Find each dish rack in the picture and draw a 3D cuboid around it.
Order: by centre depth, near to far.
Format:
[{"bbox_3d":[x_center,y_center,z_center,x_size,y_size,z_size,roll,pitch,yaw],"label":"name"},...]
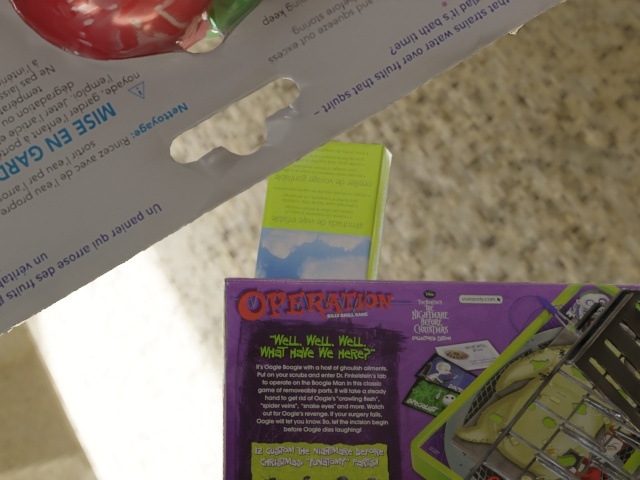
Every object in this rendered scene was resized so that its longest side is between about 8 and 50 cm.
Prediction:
[{"bbox_3d":[0.168,0.172,0.919,0.271,0.074,0.208,-50,-56,-6],"label":"dish rack"}]

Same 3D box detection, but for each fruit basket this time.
[{"bbox_3d":[-0.120,-0.168,0.673,0.327,0.353,0.165,-32,-2,-8],"label":"fruit basket"}]

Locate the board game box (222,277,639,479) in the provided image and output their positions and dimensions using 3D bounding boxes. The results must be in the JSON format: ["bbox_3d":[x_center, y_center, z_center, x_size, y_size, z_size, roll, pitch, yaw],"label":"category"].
[{"bbox_3d":[0.106,0.130,1.053,0.347,0.208,0.056,2,-14,-5],"label":"board game box"}]

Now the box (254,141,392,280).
[{"bbox_3d":[0.000,0.000,1.395,0.109,0.178,0.042,5,-10,18],"label":"box"}]

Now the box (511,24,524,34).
[{"bbox_3d":[0.027,-0.267,1.094,0.290,0.169,0.087,12,-34,-21],"label":"box"}]
